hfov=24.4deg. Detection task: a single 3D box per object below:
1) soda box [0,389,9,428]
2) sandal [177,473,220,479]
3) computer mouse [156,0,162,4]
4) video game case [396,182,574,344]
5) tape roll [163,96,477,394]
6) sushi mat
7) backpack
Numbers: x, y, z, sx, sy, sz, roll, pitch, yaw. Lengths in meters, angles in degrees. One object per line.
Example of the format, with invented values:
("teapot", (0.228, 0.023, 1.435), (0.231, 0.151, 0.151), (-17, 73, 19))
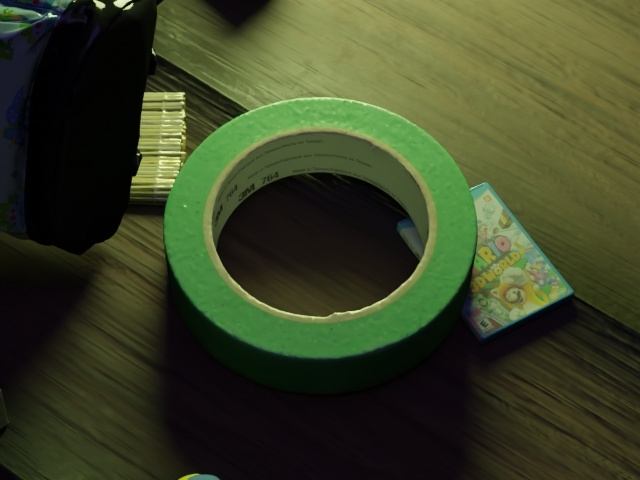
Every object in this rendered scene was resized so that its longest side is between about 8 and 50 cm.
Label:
("soda box", (-0.395, 0.107, 1.443), (0.074, 0.069, 0.216), (-33, 63, -24))
("sandal", (-0.074, 0.354, 1.274), (0.138, 0.126, 0.317), (-5, 64, -12))
("computer mouse", (-0.284, -0.316, 1.747), (0.272, 0.072, 0.188), (10, 56, 17))
("video game case", (0.174, 0.021, 1.575), (0.119, 0.015, 0.166), (-25, 61, -19))
("tape roll", (0.000, 0.000, 1.529), (0.321, 0.077, 0.321), (0, 57, 0))
("sushi mat", (-0.306, -0.105, 1.625), (0.316, 0.019, 0.151), (1, 55, -3))
("backpack", (-0.377, -0.156, 1.477), (0.355, 0.290, 0.273), (26, 29, 20))
